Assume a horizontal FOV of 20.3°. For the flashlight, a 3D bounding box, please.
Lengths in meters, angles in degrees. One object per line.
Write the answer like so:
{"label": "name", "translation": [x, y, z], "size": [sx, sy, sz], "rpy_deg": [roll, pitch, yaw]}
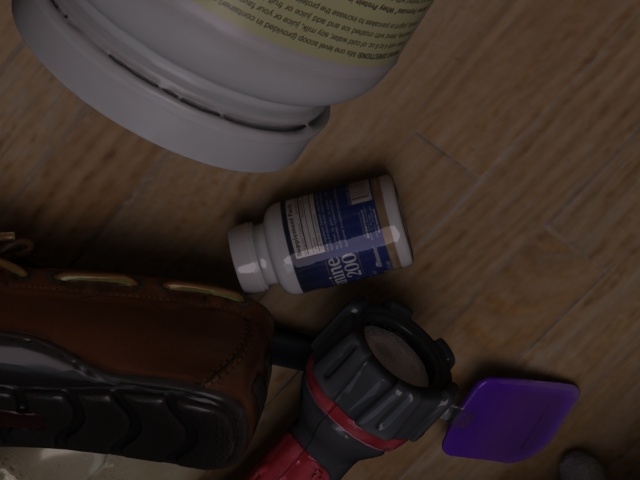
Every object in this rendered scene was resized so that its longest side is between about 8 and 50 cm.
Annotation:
{"label": "flashlight", "translation": [-0.027, 0.172, 1.290], "size": [0.103, 0.103, 0.304], "rpy_deg": [27, 120, -25]}

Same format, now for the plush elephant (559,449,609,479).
{"label": "plush elephant", "translation": [0.206, 0.281, 1.327], "size": [0.330, 0.255, 0.272], "rpy_deg": [-50, 150, -5]}

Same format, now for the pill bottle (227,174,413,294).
{"label": "pill bottle", "translation": [0.000, 0.000, 1.242], "size": [0.120, 0.067, 0.067], "rpy_deg": [-14, 120, 5]}

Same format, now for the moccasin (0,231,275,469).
{"label": "moccasin", "translation": [-0.221, 0.055, 1.225], "size": [0.380, 0.147, 0.139], "rpy_deg": [4, 135, 5]}

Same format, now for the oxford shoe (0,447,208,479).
{"label": "oxford shoe", "translation": [-0.250, 0.209, 1.301], "size": [0.397, 0.146, 0.140], "rpy_deg": [-21, 116, 8]}

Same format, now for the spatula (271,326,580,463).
{"label": "spatula", "translation": [0.048, 0.105, 1.326], "size": [0.296, 0.030, 0.084], "rpy_deg": [18, 120, -13]}

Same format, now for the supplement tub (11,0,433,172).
{"label": "supplement tub", "translation": [-0.017, -0.225, 1.015], "size": [0.235, 0.235, 0.325], "rpy_deg": [25, 115, -17]}
